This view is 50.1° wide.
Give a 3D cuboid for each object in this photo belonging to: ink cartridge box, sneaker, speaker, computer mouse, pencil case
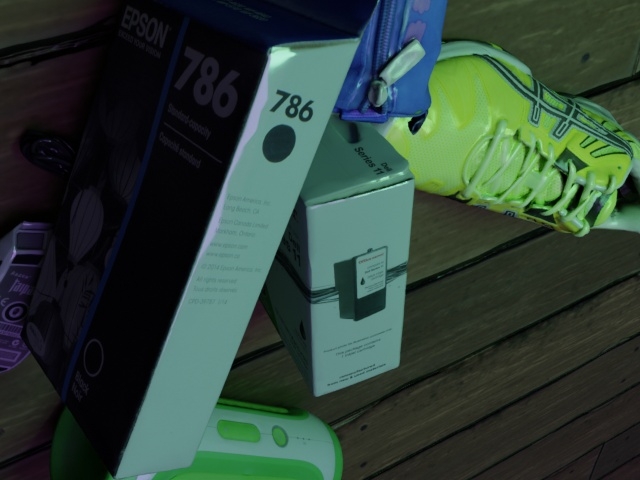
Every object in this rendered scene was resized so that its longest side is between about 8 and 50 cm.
[{"bbox_3d":[0.000,0.000,0.567,0.087,0.153,0.208,-17,132,-18],"label":"ink cartridge box"},{"bbox_3d":[0.202,-0.083,0.645,0.385,0.147,0.145,1,126,-34],"label":"sneaker"},{"bbox_3d":[-0.110,0.219,0.695,0.297,0.131,0.131,24,109,-45],"label":"speaker"},{"bbox_3d":[-0.218,0.016,0.511,0.193,0.042,0.106,-53,141,6],"label":"computer mouse"},{"bbox_3d":[0.041,-0.217,0.430,0.120,0.133,0.306,-2,126,-18],"label":"pencil case"},{"bbox_3d":[-0.089,-0.039,0.426,0.065,0.165,0.332,9,109,-46],"label":"ink cartridge box"}]
